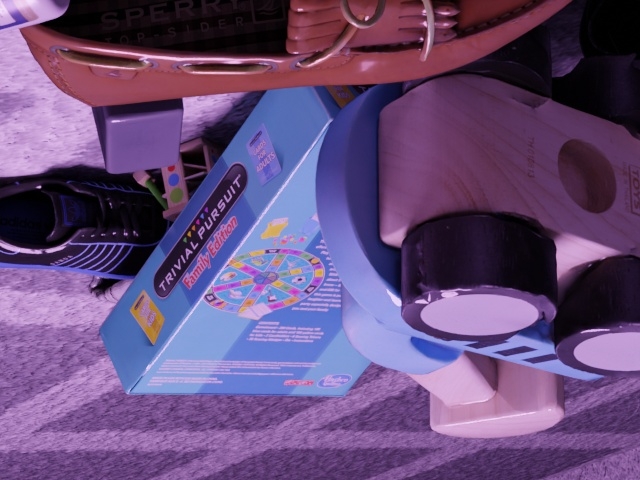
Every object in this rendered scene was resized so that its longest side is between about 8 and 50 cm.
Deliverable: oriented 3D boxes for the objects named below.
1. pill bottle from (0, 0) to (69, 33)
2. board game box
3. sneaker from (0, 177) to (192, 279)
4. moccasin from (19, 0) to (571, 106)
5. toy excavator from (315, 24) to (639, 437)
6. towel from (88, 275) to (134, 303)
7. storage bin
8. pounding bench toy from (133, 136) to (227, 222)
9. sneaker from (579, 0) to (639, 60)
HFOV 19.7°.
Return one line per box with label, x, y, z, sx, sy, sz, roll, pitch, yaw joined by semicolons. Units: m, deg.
pill bottle;-0.244;-0.158;1.103;0.169;0.094;0.094;-14;162;8
board game box;0.000;0.000;1.585;0.254;0.079;0.336;5;134;-42
sneaker;-0.195;-0.013;1.603;0.232;0.081;0.090;-3;168;-20
moccasin;-0.007;-0.174;1.166;0.380;0.139;0.147;-4;172;7
toy excavator;0.125;0.032;1.474;0.433;0.222;0.445;16;154;-33
towel;-0.014;0.014;1.842;0.324;0.056;0.312;-27;157;38
storage bin;-0.128;-0.110;1.331;0.098;0.091;0.135;-9;163;-9
pounding bench toy;-0.119;-0.041;1.589;0.083;0.065;0.052;-19;161;23
sneaker;0.250;-0.140;1.469;0.147;0.104;0.296;-1;154;-26
